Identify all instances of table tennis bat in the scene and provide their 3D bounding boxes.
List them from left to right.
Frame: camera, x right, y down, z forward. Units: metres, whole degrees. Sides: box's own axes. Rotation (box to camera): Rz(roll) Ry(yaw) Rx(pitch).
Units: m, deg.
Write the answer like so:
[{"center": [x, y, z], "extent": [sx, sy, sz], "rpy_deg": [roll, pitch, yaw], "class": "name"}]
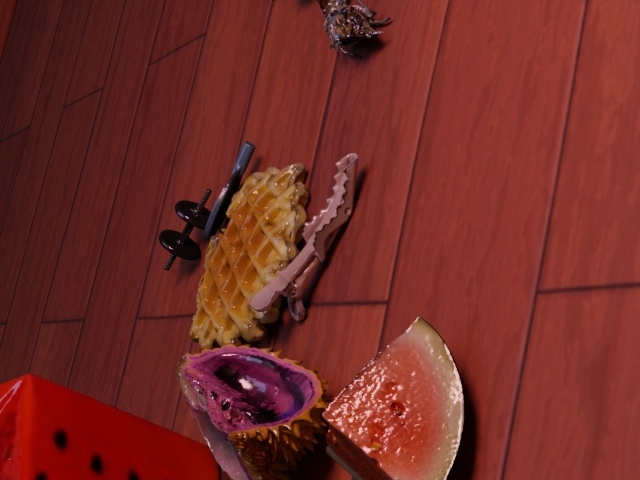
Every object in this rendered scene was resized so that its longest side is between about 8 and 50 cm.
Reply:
[{"center": [-0.131, -0.069, 1.759], "extent": [0.155, 0.019, 0.100], "rpy_deg": [-64, -4, 15], "class": "table tennis bat"}]

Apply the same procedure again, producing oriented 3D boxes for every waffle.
[{"center": [-0.095, 0.021, 1.647], "extent": [0.250, 0.056, 0.261], "rpy_deg": [-29, 44, 52], "class": "waffle"}]

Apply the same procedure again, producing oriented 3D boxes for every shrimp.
[{"center": [0.041, -0.285, 1.601], "extent": [0.082, 0.076, 0.174], "rpy_deg": [-24, 33, 0], "class": "shrimp"}]

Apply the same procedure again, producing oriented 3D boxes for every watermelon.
[{"center": [0.071, 0.189, 1.220], "extent": [0.145, 0.137, 0.193], "rpy_deg": [86, -173, -63], "class": "watermelon"}]

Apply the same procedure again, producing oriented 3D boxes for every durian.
[{"center": [-0.079, 0.218, 1.430], "extent": [0.260, 0.154, 0.186], "rpy_deg": [-128, 39, -55], "class": "durian"}]

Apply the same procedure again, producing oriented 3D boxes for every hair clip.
[{"center": [0.000, 0.000, 1.502], "extent": [0.226, 0.072, 0.034], "rpy_deg": [-59, 36, 5], "class": "hair clip"}]

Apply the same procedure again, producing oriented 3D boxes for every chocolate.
[{"center": [-0.276, 0.360, 1.465], "extent": [0.161, 0.360, 0.341], "rpy_deg": [-36, 42, 28], "class": "chocolate"}]

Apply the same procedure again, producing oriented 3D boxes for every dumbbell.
[{"center": [-0.198, -0.016, 1.838], "extent": [0.147, 0.069, 0.069], "rpy_deg": [-59, 30, 22], "class": "dumbbell"}]
